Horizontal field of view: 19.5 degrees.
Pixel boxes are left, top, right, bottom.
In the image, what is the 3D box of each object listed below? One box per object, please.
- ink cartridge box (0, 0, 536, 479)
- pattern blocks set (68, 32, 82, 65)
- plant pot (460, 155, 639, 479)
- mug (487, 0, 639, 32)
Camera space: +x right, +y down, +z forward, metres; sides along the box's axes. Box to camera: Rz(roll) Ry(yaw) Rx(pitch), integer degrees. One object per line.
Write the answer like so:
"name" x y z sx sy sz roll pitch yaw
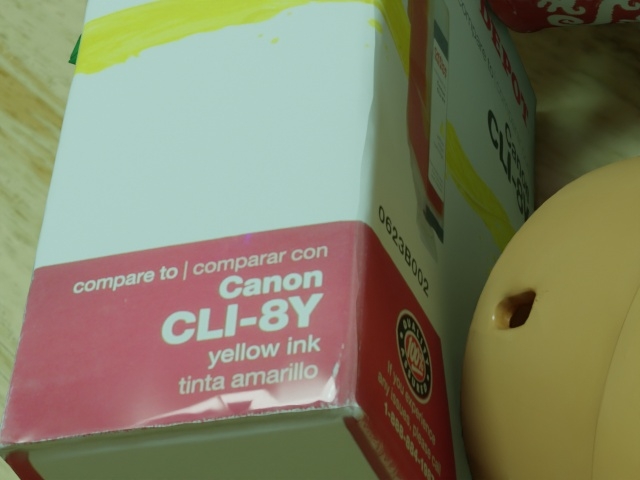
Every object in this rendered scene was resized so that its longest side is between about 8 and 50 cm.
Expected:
"ink cartridge box" 0.000 0.000 0.919 0.160 0.279 0.384 -10 51 18
"pattern blocks set" -0.140 -0.287 1.349 0.285 0.026 0.325 -21 64 48
"plant pot" 0.194 0.071 0.766 0.291 0.291 0.203 -52 29 -14
"mug" 0.174 -0.179 0.965 0.169 0.150 0.113 5 42 35
